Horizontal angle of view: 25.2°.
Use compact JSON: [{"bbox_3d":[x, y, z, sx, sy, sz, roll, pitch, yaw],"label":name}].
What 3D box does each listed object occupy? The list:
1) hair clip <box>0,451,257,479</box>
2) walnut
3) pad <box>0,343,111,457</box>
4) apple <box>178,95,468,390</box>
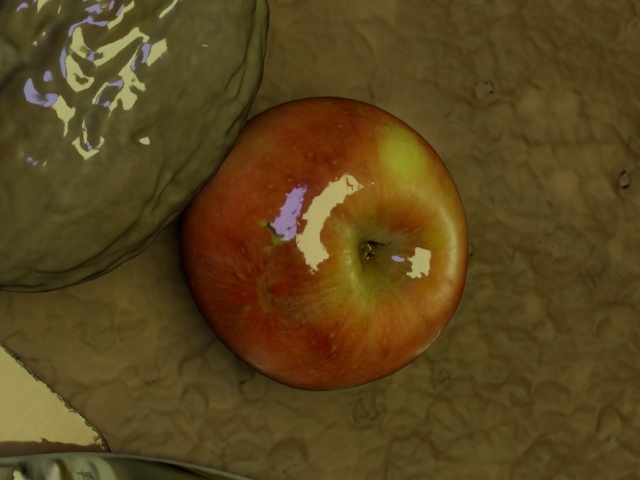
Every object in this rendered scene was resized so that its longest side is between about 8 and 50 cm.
[{"bbox_3d":[-0.105,0.200,0.775,0.282,0.113,0.172,22,85,-38],"label":"hair clip"},{"bbox_3d":[-0.133,-0.073,0.744,0.178,0.178,0.230,31,88,-15],"label":"walnut"},{"bbox_3d":[-0.292,0.141,0.759,0.284,0.018,0.286,44,76,-12],"label":"pad"},{"bbox_3d":[0.000,0.000,0.801,0.163,0.139,0.163,-4,97,-31],"label":"apple"}]
